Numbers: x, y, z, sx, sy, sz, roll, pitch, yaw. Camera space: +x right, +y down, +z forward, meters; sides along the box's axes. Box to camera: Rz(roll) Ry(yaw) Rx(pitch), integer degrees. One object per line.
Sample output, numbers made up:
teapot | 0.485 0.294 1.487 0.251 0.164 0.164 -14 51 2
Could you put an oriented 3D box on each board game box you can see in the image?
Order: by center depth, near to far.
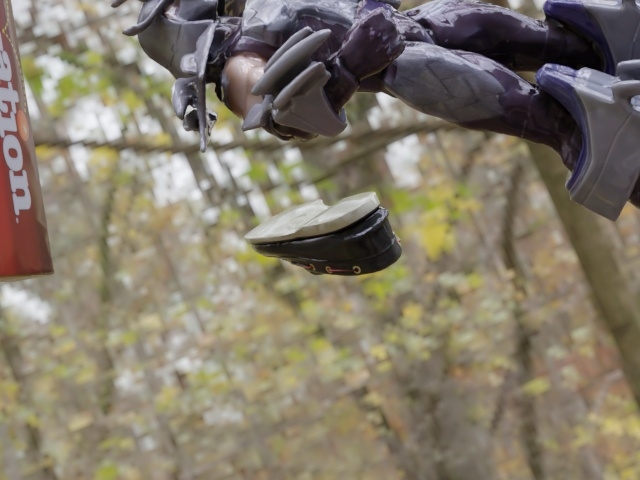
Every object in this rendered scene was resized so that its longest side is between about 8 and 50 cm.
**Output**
board game box | -0.198 -0.117 0.989 0.027 0.281 0.145 -10 -1 12

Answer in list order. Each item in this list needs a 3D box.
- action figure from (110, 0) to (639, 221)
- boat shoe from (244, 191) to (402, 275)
action figure | 0.045 -0.087 0.847 0.285 0.185 0.099 9 -54 5
boat shoe | -0.001 0.001 1.058 0.049 0.042 0.133 -35 15 -26
